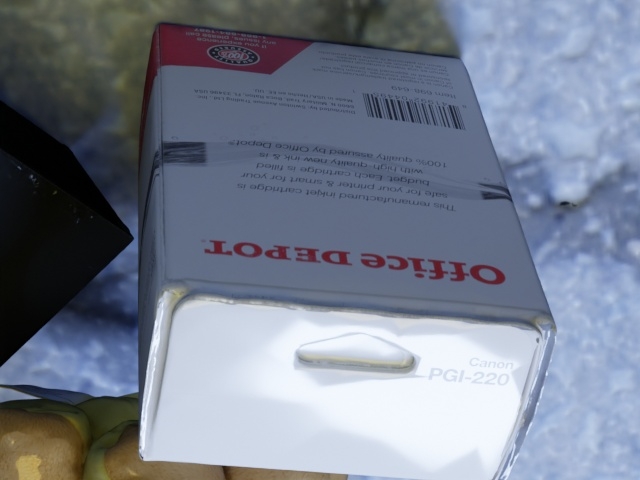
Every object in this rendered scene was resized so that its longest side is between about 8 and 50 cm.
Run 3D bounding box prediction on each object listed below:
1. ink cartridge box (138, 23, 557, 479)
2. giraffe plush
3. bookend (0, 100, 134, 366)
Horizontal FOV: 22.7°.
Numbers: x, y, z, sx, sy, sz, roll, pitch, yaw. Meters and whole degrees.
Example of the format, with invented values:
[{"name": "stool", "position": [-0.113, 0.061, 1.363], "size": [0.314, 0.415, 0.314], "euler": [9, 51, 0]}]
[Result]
[{"name": "ink cartridge box", "position": [0.000, 0.000, 0.705], "size": [0.159, 0.218, 0.092], "euler": [5, 123, -10]}, {"name": "giraffe plush", "position": [-0.094, 0.162, 0.748], "size": [0.181, 0.210, 0.170], "euler": [5, 89, -43]}, {"name": "bookend", "position": [-0.195, 0.002, 0.716], "size": [0.157, 0.072, 0.156], "euler": [-44, 146, 6]}]
